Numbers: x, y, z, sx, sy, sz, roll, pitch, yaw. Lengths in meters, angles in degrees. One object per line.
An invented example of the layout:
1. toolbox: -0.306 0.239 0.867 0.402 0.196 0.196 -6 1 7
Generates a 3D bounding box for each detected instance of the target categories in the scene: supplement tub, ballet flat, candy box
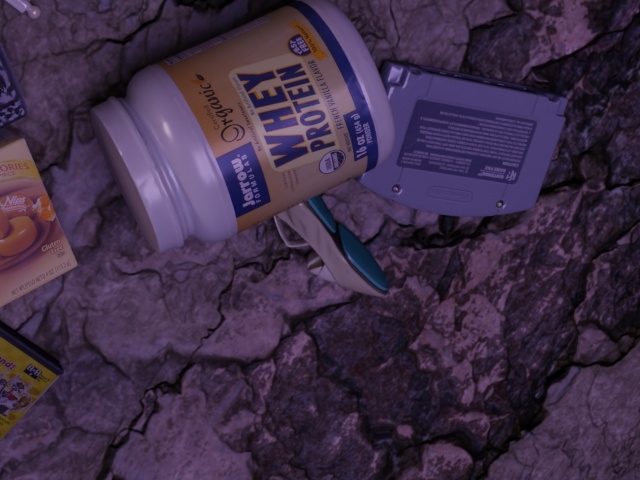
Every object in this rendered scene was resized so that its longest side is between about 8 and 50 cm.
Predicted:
1. supplement tub: -0.094 -0.135 1.707 0.316 0.228 0.228 -26 123 -12
2. ballet flat: 0.000 0.000 1.919 0.086 0.086 0.248 -40 123 -3
3. candy box: -0.465 0.017 1.656 0.316 0.087 0.182 -29 119 -21

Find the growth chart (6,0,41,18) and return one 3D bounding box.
1. growth chart: -0.305 -0.370 1.616 0.237 0.021 0.172 -42 124 -1

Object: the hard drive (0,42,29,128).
1. hard drive: -0.455 -0.218 1.591 0.172 0.054 0.254 -30 119 -12

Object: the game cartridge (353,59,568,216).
1. game cartridge: 0.188 -0.131 1.951 0.294 0.060 0.196 8 107 -28

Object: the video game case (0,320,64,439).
1. video game case: -0.506 0.181 1.784 0.248 0.035 0.275 -47 123 2
